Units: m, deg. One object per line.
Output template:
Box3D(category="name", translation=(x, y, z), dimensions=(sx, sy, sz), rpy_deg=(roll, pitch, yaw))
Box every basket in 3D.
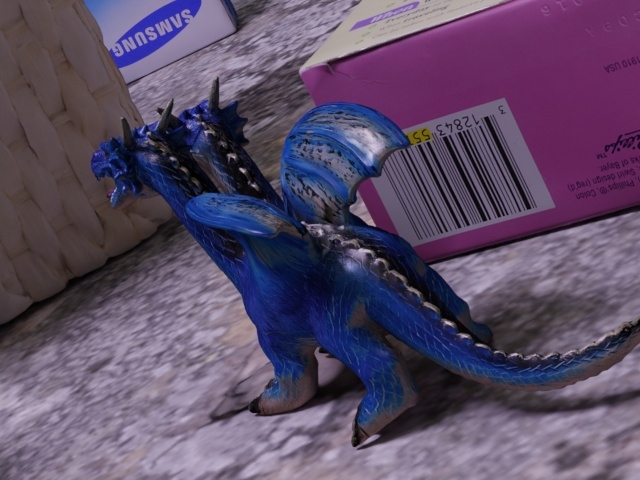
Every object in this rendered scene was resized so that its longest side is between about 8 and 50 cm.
Box3D(category="basket", translation=(-0.320, -0.087, 1.113), dimensions=(0.328, 0.331, 0.266), rpy_deg=(-34, 32, -20))

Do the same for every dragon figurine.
Box3D(category="dragon figurine", translation=(0.000, 0.000, 0.740), dimensions=(0.085, 0.144, 0.289), rpy_deg=(-35, 20, -23))

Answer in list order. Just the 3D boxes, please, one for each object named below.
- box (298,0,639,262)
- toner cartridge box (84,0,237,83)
Box3D(category="box", translation=(0.142, -0.113, 0.899), dimensions=(0.213, 0.117, 0.243), rpy_deg=(-16, 22, 30))
Box3D(category="toner cartridge box", translation=(-0.266, -0.194, 1.606), dimensions=(0.348, 0.165, 0.075), rpy_deg=(-25, 19, 6))
